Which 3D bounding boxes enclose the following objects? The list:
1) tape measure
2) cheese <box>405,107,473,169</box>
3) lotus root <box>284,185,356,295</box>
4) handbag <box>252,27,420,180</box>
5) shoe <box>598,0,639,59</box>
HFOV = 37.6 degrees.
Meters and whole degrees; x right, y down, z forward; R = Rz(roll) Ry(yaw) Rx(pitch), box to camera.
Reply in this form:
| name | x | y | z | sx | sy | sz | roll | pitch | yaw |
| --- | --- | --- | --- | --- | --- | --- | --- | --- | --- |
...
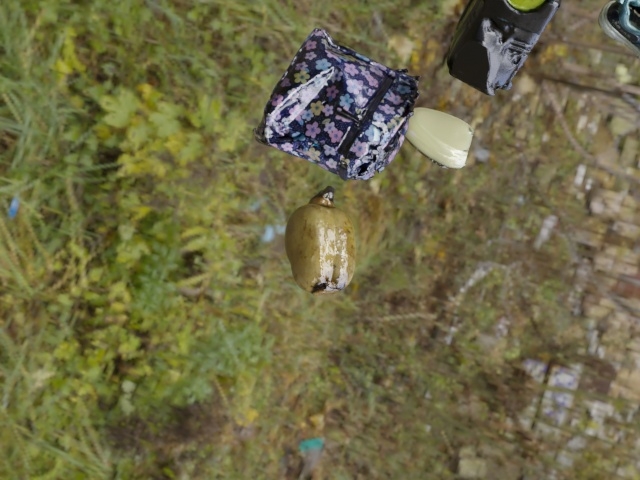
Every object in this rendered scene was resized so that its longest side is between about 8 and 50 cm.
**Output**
| name | x | y | z | sx | sy | sz | roll | pitch | yaw |
| --- | --- | --- | --- | --- | --- | --- | --- | --- | --- |
| tape measure | 0.262 | -0.316 | 1.304 | 0.199 | 0.112 | 0.186 | -57 | -172 | 38 |
| cheese | 0.192 | -0.239 | 1.922 | 0.054 | 0.252 | 0.127 | -57 | -171 | 48 |
| lotus root | 0.000 | 0.000 | 1.699 | 0.125 | 0.118 | 0.220 | 16 | 55 | -34 |
| handbag | 0.034 | -0.198 | 1.416 | 0.228 | 0.208 | 0.127 | -59 | 177 | -27 |
| shoe | 0.457 | -0.290 | 1.300 | 0.064 | 0.143 | 0.071 | -51 | 177 | -18 |
